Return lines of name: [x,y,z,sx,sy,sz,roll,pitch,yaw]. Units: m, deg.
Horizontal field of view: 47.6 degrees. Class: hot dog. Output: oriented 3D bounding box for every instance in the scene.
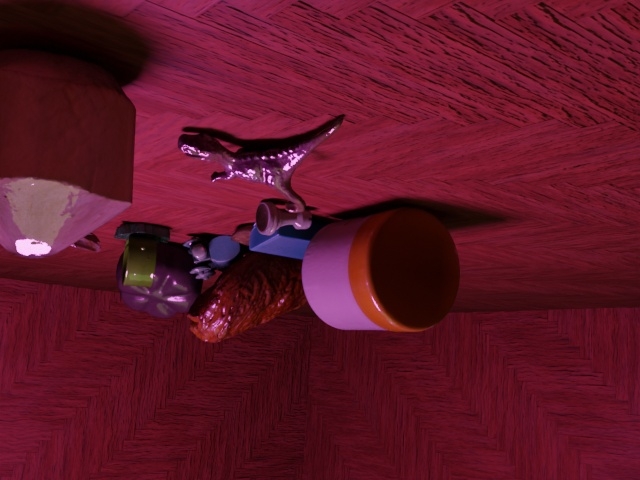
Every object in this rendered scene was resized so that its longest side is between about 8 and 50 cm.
hot dog: [-0.185,0.137,1.911,0.387,0.174,0.267,-19,163,-45]

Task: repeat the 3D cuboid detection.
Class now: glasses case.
glasses case: [-0.001,0.000,1.599,0.301,0.070,0.117,10,156,-37]

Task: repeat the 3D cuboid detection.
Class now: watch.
watch: [-0.435,0.040,1.770,0.131,0.152,0.165,5,168,-21]

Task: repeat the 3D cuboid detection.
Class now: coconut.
coconut: [-0.309,-0.091,0.812,0.202,0.222,0.202,4,176,0]

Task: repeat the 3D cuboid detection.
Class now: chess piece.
chess piece: [-0.070,-0.044,1.437,0.103,0.067,0.067,-1,173,-31]

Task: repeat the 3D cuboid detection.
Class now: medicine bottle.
medicine bottle: [0.118,0.062,1.450,0.238,0.238,0.232,11,169,-34]

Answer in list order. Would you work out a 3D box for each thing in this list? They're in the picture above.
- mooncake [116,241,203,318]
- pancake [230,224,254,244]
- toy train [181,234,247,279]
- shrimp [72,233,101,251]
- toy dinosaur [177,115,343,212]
mooncake: [-0.450,0.110,2.023,0.245,0.133,0.245,1,137,1]
pancake: [-0.104,0.003,1.737,0.241,0.050,0.242,13,169,3]
toy train: [-0.270,0.040,1.902,0.159,0.101,0.248,-11,171,-6]
shrimp: [-0.586,-0.039,1.609,0.168,0.077,0.317,-5,164,27]
toy dinosaur: [-0.066,-0.111,1.049,0.251,0.072,0.200,10,162,22]
